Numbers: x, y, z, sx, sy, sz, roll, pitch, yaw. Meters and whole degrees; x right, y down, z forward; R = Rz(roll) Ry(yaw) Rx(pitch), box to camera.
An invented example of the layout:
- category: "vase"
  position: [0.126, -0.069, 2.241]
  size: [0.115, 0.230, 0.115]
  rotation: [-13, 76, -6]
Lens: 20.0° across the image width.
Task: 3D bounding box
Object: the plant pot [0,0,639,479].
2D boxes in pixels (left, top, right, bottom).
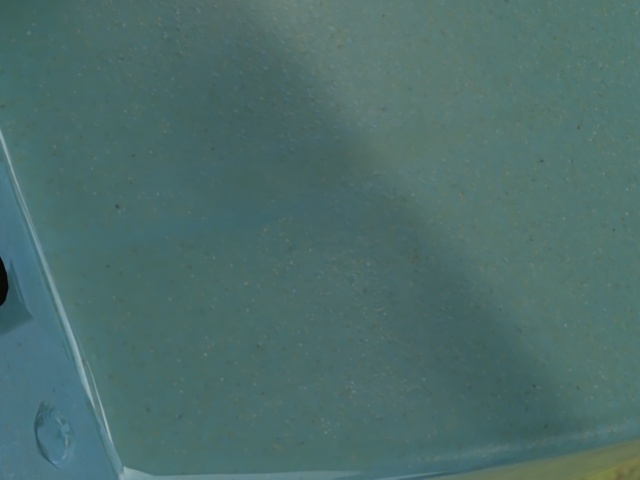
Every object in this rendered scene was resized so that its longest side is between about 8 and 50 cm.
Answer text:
- category: "plant pot"
  position: [0.000, 0.000, 0.457]
  size: [0.165, 0.234, 0.166]
  rotation: [-31, 78, 47]
